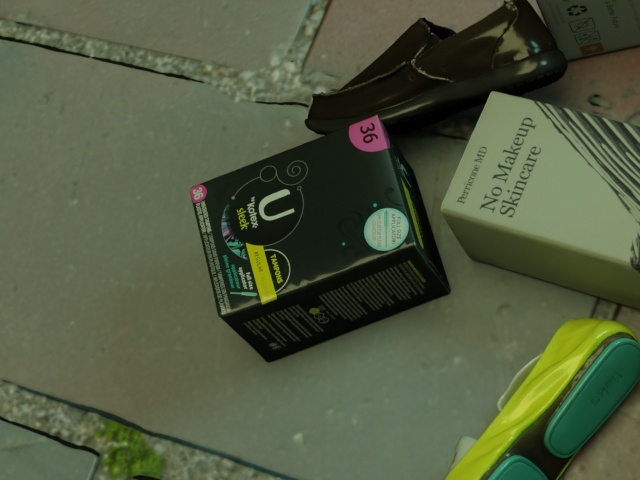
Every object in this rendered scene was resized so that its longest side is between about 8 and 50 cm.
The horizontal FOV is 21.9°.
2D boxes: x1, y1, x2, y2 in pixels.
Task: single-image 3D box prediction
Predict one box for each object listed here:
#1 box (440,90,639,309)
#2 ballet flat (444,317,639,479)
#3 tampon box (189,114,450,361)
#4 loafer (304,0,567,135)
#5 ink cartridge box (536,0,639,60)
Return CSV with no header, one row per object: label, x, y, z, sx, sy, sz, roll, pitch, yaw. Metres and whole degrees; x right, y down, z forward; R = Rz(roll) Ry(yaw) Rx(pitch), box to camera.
box,0.236,-0.015,1.199,0.275,0.094,0.113,16,73,26
ballet flat,0.141,0.147,1.184,0.231,0.077,0.077,-50,38,-9
tampon box,0.000,0.000,1.280,0.161,0.101,0.120,-22,61,11
loafer,0.086,-0.135,1.302,0.220,0.080,0.078,-15,85,24
ink cartridge box,0.286,-0.249,1.168,0.307,0.303,0.072,-13,63,15
